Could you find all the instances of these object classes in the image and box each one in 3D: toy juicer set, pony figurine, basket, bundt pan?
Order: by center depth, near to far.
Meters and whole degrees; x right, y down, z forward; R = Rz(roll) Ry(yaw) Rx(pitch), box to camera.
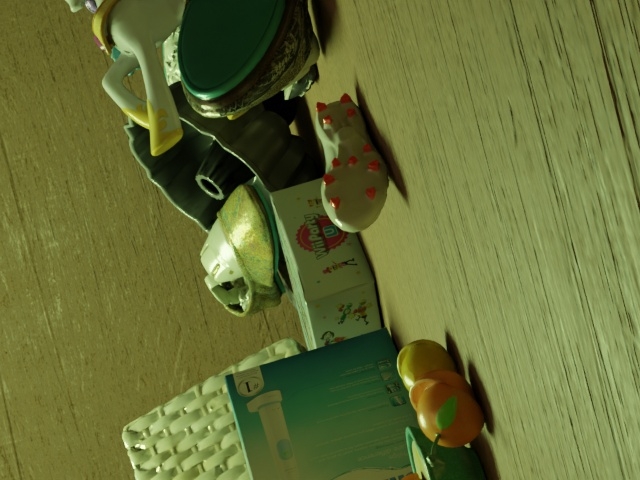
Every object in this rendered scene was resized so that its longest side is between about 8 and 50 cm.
[{"bbox_3d":[0.098,0.200,1.355,0.329,0.089,0.209,107,146,-83],"label":"toy juicer set"},{"bbox_3d":[-0.203,-0.340,2.007,0.363,0.351,0.303,53,174,9],"label":"pony figurine"},{"bbox_3d":[-0.071,0.373,2.173,0.266,0.331,0.328,48,-163,-56],"label":"basket"},{"bbox_3d":[-0.134,-0.123,2.221,0.330,0.124,0.331,31,156,15],"label":"bundt pan"}]

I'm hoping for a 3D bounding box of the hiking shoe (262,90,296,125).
[{"bbox_3d":[-0.127,-0.314,2.263,0.132,0.113,0.304,-118,13,-69],"label":"hiking shoe"}]

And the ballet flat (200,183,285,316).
[{"bbox_3d":[-0.117,0.029,2.110,0.348,0.123,0.123,86,168,-69],"label":"ballet flat"}]

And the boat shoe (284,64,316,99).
[{"bbox_3d":[-0.026,-0.205,1.846,0.125,0.038,0.046,113,161,-82],"label":"boat shoe"}]

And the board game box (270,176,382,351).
[{"bbox_3d":[0.021,0.102,1.979,0.224,0.097,0.303,-110,5,-47],"label":"board game box"}]

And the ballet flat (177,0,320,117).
[{"bbox_3d":[-0.080,-0.287,1.690,0.182,0.164,0.483,47,-157,-45],"label":"ballet flat"}]

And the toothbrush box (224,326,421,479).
[{"bbox_3d":[0.025,0.265,1.719,0.295,0.216,0.126,-113,8,-53],"label":"toothbrush box"}]

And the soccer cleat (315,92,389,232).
[{"bbox_3d":[0.033,-0.066,1.433,0.196,0.068,0.076,-100,-7,-50],"label":"soccer cleat"}]

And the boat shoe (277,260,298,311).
[{"bbox_3d":[-0.014,0.065,2.292,0.285,0.102,0.092,-122,20,-54],"label":"boat shoe"}]

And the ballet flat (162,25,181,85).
[{"bbox_3d":[-0.183,-0.376,2.344,0.147,0.147,0.409,-114,19,-64],"label":"ballet flat"}]
